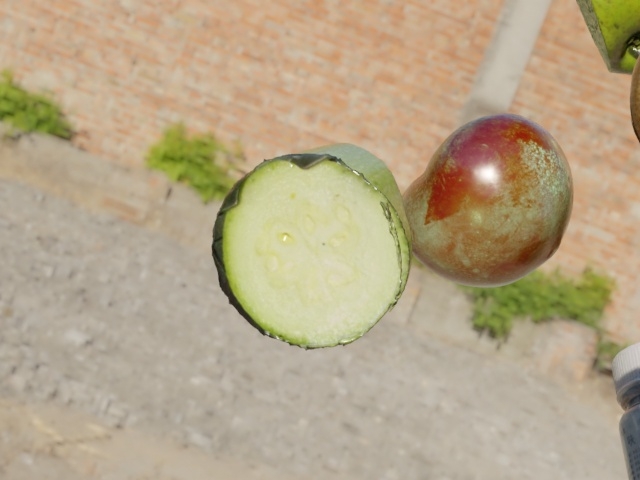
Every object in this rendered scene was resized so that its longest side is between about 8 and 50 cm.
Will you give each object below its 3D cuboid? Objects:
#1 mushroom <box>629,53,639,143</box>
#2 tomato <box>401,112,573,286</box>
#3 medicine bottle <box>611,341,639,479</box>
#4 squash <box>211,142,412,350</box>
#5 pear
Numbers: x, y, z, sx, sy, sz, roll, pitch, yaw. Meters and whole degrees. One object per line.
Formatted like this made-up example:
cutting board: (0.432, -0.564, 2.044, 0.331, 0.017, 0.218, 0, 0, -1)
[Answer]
mushroom: (0.503, -0.186, 1.647, 0.278, 0.278, 0.146, 21, 10, -1)
tomato: (0.254, -0.050, 2.017, 0.223, 0.270, 0.270, 43, 10, 8)
medicine bottle: (0.537, 0.297, 2.081, 0.165, 0.273, 0.165, -5, -28, -2)
squash: (0.004, 0.008, 1.474, 0.220, 0.220, 0.133, 23, 14, 20)
pear: (0.451, -0.366, 1.977, 0.159, 0.292, 0.292, -18, 0, 10)
